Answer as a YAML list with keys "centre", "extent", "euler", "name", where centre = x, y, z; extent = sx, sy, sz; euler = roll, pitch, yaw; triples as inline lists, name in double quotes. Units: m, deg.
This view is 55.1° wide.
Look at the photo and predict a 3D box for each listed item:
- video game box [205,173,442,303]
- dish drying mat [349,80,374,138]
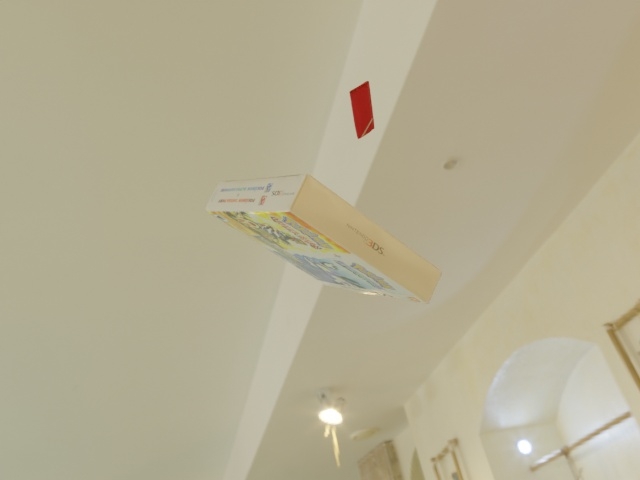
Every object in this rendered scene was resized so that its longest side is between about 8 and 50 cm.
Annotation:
- centre: [0.000, 0.000, 0.678]
  extent: [0.205, 0.048, 0.187]
  euler: [33, -18, -31]
  name: "video game box"
- centre: [0.057, -0.175, 0.827]
  extent: [0.032, 0.008, 0.083]
  euler: [-33, -35, -13]
  name: "dish drying mat"
